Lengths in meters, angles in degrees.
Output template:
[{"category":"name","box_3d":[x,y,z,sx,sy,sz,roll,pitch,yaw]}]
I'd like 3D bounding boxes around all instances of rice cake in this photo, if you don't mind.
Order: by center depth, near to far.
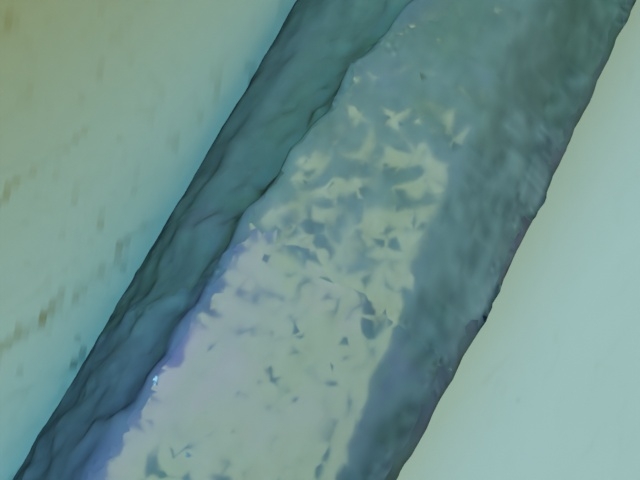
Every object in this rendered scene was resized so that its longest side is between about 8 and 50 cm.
[{"category":"rice cake","box_3d":[0.000,0.000,0.430,0.070,0.064,0.399,37,69,-21]}]
